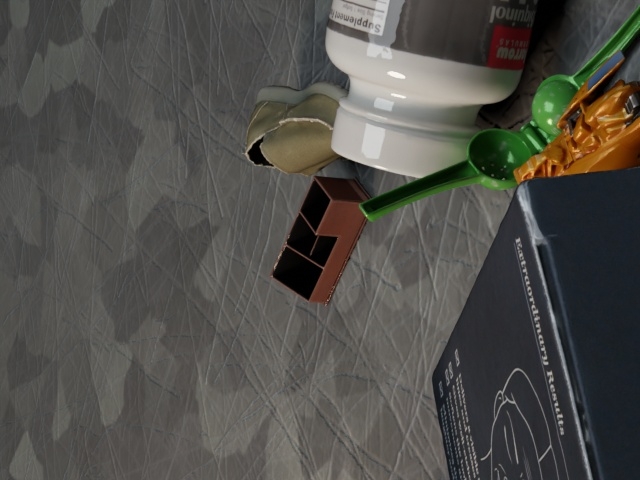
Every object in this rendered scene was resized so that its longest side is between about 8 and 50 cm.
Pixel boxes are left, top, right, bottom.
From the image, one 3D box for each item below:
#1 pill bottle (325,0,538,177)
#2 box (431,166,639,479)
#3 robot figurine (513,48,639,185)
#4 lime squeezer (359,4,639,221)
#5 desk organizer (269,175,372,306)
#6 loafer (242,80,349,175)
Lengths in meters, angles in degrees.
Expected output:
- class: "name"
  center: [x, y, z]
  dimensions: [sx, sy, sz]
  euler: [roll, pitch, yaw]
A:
- class: "pill bottle"
  center: [0.102, -0.220, 1.515]
  dimensions: [0.176, 0.176, 0.318]
  euler: [29, 110, 54]
- class: "box"
  center: [0.221, 0.152, 1.132]
  dimensions: [0.395, 0.212, 0.293]
  euler: [101, 160, -69]
- class: "robot figurine"
  center: [0.273, -0.078, 1.326]
  dimensions: [0.291, 0.085, 0.211]
  euler: [-48, 48, 43]
- class: "lime squeezer"
  center: [0.170, -0.105, 1.452]
  dimensions: [0.310, 0.110, 0.059]
  euler: [-37, 50, 3]
- class: "desk organizer"
  center: [0.000, 0.000, 1.759]
  dimensions: [0.047, 0.050, 0.130]
  euler: [55, 130, 44]
- class: "loafer"
  center: [-0.002, -0.099, 1.725]
  dimensions: [0.087, 0.094, 0.251]
  euler: [-65, 23, -7]
